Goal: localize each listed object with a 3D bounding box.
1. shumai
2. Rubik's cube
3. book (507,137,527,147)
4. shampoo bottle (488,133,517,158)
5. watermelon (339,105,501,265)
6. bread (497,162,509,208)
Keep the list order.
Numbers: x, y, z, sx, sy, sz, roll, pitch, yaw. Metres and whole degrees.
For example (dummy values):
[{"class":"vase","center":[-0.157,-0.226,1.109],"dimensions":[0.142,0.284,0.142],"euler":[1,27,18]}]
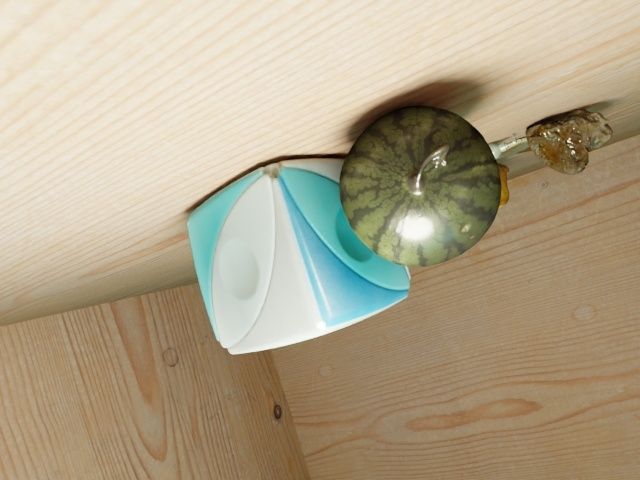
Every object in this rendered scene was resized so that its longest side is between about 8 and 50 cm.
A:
[{"class":"shumai","center":[0.727,-0.320,1.372],"dimensions":[0.185,0.218,0.184],"euler":[-59,-169,-3]},{"class":"Rubik's cube","center":[-0.050,0.032,1.042],"dimensions":[0.352,0.351,0.347],"euler":[-18,177,42]},{"class":"book","center":[0.752,-0.348,1.683],"dimensions":[0.295,0.020,0.208],"euler":[-16,176,-22]},{"class":"shampoo bottle","center":[0.524,-0.273,1.471],"dimensions":[0.195,0.056,0.056],"euler":[-20,175,36]},{"class":"watermelon","center":[0.171,-0.092,0.820],"dimensions":[0.279,0.279,0.359],"euler":[-18,177,10]},{"class":"bread","center":[0.627,-0.202,1.791],"dimensions":[0.179,0.194,0.340],"euler":[-3,-176,44]}]
